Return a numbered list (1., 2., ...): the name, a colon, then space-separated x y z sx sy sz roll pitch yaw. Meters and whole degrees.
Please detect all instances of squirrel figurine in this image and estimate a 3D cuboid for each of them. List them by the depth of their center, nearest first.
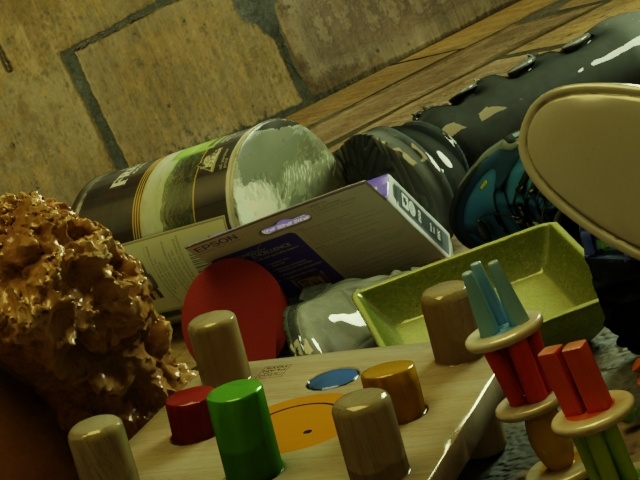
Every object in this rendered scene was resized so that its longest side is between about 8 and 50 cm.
1. squirrel figurine: -0.309 0.080 1.383 0.397 0.370 0.281 -21 11 14

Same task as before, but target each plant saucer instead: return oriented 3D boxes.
1. plant saucer: 0.134 0.060 1.332 0.188 0.045 0.188 -20 20 -3

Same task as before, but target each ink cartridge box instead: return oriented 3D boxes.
1. ink cartridge box: 0.000 0.000 1.668 0.206 0.045 0.208 -19 -31 21

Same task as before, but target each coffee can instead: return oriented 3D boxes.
1. coffee can: -0.129 -0.012 1.915 0.275 0.201 0.201 -14 14 39

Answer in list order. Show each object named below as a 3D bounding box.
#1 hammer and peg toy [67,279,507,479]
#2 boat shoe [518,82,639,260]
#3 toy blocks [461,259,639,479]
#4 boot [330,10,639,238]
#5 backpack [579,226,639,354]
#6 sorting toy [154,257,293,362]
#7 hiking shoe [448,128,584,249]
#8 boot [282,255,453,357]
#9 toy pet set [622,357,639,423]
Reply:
1. hammer and peg toy: -0.061 0.132 1.114 0.361 0.127 0.266 -8 16 24
2. boat shoe: 0.288 -0.018 1.051 0.335 0.112 0.095 18 3 29
3. toy blocks: 0.139 0.083 1.007 0.054 0.148 0.123 -28 11 -18
4. boot: 0.242 -0.135 1.940 0.445 0.146 0.367 -22 11 -16
5. backpack: 0.288 0.008 1.153 0.158 0.117 0.173 -29 15 -22
6. sorting toy: -0.164 0.111 1.727 0.365 0.127 0.126 -16 -10 27
7. hiking shoe: 0.225 -0.045 1.564 0.304 0.113 0.132 -23 19 44
8. boot: 0.058 0.068 1.465 0.161 0.083 0.246 -16 13 10
9. toy pet set: 0.251 0.088 1.051 0.114 0.065 0.122 -58 6 5
